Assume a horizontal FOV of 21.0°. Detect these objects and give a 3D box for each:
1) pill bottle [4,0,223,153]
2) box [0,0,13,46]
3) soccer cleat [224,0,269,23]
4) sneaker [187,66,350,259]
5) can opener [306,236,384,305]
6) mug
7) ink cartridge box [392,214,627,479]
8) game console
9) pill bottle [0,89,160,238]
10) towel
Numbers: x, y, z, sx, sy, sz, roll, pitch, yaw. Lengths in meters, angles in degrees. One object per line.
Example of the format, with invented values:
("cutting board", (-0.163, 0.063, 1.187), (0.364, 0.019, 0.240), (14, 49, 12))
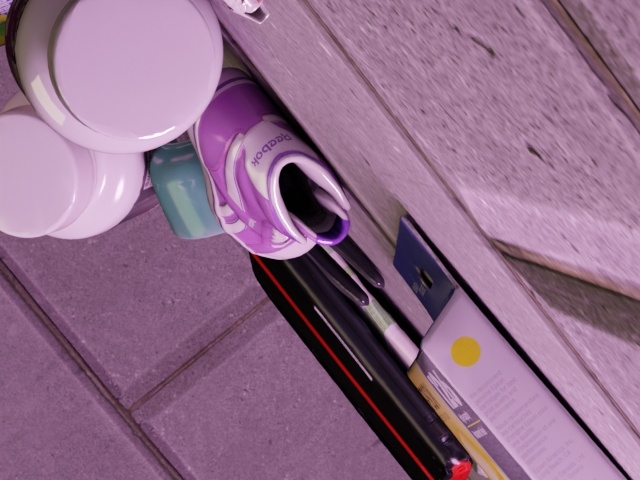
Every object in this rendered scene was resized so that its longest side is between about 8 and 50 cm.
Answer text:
("pill bottle", (-0.174, -0.162, 1.449), (0.169, 0.169, 0.301), (52, 175, -16))
("box", (-0.419, -0.351, 1.813), (0.290, 0.177, 0.279), (104, 146, -85))
("soccer cleat", (-0.055, -0.167, 1.135), (0.035, 0.029, 0.083), (40, 176, 19))
("sneaker", (-0.030, -0.025, 1.598), (0.161, 0.102, 0.282), (45, 173, 29))
("can opener", (0.000, 0.000, 1.820), (0.186, 0.059, 0.073), (38, -166, 33))
("mug", (-0.101, -0.075, 1.783), (0.158, 0.129, 0.097), (-7, 115, 38))
("ink cartridge box", (0.139, 0.135, 1.416), (0.307, 0.072, 0.303), (48, 176, 7))
("game console", (0.045, 0.131, 2.033), (0.386, 0.060, 0.342), (51, 171, 11))
("pill bottle", (-0.245, -0.100, 1.871), (0.176, 0.176, 0.318), (51, -156, 4))
("towel", (0.097, 0.124, 1.968), (0.325, 0.038, 0.248), (51, 176, 14))
